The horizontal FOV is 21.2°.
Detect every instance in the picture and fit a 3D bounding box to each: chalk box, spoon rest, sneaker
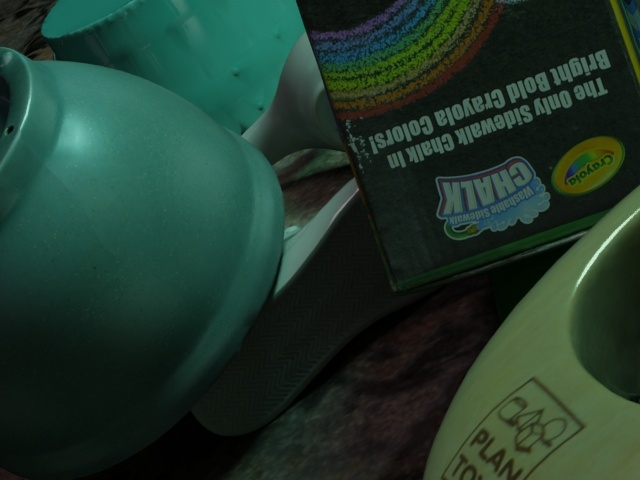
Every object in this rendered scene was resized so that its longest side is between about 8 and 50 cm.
[{"bbox_3d":[0.118,-0.073,1.043,0.180,0.289,0.179,-18,-1,16],"label":"chalk box"},{"bbox_3d":[-0.008,-0.096,1.421,0.276,0.137,0.084,-33,24,33],"label":"spoon rest"},{"bbox_3d":[0.000,0.000,1.236,0.292,0.108,0.169,-38,26,-4],"label":"sneaker"}]

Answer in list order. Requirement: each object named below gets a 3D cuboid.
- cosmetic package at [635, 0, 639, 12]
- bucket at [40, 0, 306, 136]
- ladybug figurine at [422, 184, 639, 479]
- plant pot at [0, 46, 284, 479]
[{"bbox_3d":[0.237,-0.179,1.224,0.224,0.138,0.224,-28,23,17],"label":"cosmetic package"},{"bbox_3d":[-0.132,-0.206,1.707,0.281,0.183,0.281,-29,24,14],"label":"bucket"},{"bbox_3d":[0.245,0.049,0.743,0.449,0.162,0.305,-36,24,-3],"label":"ladybug figurine"},{"bbox_3d":[-0.199,-0.008,1.171,0.293,0.196,0.293,-24,45,26],"label":"plant pot"}]
